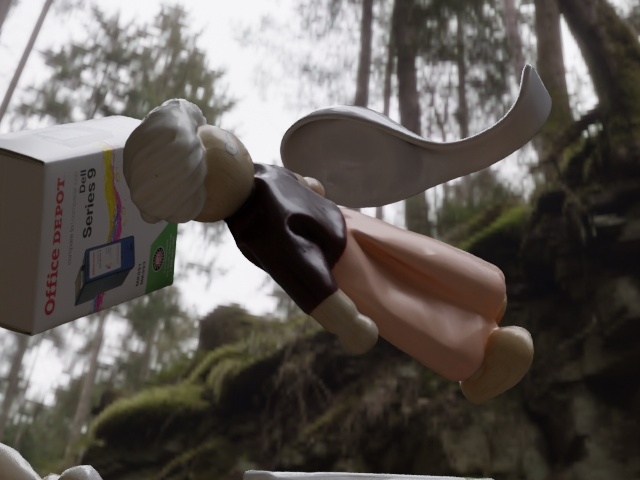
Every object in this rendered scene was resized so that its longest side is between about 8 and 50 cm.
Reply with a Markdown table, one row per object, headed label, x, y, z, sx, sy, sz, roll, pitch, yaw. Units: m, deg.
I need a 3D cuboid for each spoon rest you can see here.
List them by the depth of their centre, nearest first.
| label | x | y | z | sx | sy | sz | roll | pitch | yaw |
| --- | --- | --- | --- | --- | --- | --- | --- | --- | --- |
| spoon rest | 0.086 | -0.094 | 1.417 | 0.276 | 0.084 | 0.137 | -15 | -47 | 27 |

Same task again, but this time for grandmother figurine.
| label | x | y | z | sx | sy | sz | roll | pitch | yaw |
| --- | --- | --- | --- | --- | --- | --- | --- | --- | --- |
| grandmother figurine | 0.000 | 0.000 | 1.089 | 0.342 | 0.208 | 0.104 | 30 | -79 | -28 |

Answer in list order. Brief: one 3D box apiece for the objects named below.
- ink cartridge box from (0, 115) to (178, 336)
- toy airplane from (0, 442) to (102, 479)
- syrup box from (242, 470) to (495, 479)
| label | x | y | z | sx | sy | sz | roll | pitch | yaw |
| --- | --- | --- | --- | --- | --- | --- | --- | --- | --- |
| ink cartridge box | -0.217 | -0.019 | 1.279 | 0.093 | 0.212 | 0.154 | 15 | -74 | 27 |
| toy airplane | -0.175 | 0.256 | 0.558 | 0.272 | 0.386 | 0.384 | -5 | -19 | 14 |
| syrup box | 0.031 | 0.182 | 0.582 | 0.093 | 0.096 | 0.237 | 1 | -32 | 13 |
